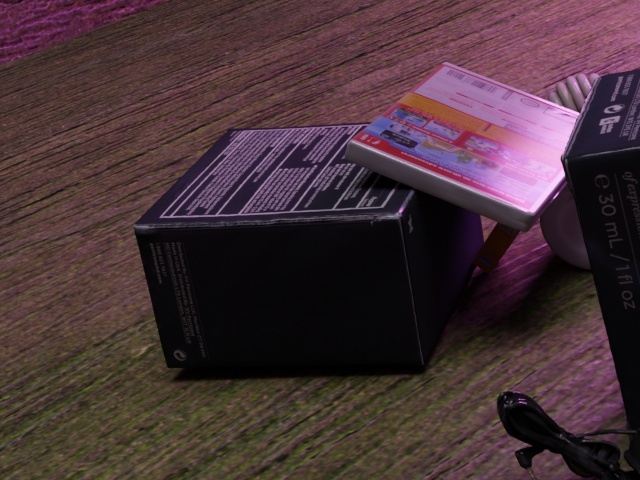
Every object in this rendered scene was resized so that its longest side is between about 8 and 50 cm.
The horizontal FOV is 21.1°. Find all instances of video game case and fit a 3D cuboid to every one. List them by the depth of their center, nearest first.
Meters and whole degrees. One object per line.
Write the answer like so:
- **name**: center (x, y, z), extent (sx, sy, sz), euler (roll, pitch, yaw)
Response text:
- **video game case**: center (0.171, -0.106, 1.819), extent (0.204, 0.025, 0.285), euler (23, 29, 15)

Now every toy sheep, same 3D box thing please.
- **toy sheep**: center (0.346, -0.179, 2.254), extent (0.132, 0.091, 0.091), euler (-28, 20, 9)

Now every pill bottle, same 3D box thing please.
- **pill bottle**: center (0.325, -0.054, 1.923), extent (0.112, 0.112, 0.187), euler (0, 25, 27)

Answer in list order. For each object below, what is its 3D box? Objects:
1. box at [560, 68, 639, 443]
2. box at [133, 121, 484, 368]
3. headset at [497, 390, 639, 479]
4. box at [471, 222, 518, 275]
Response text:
- **box**: center (0.441, -0.006, 1.469), extent (0.395, 0.293, 0.212), euler (-9, 22, 21)
- **box**: center (0.000, 0.000, 1.864), extent (0.294, 0.183, 0.296), euler (-3, 23, 21)
- **headset**: center (0.278, 0.137, 1.306), extent (0.243, 0.185, 0.394), euler (-61, 7, -20)
- **box**: center (0.213, -0.022, 1.895), extent (0.028, 0.136, 0.081), euler (36, 35, 5)
